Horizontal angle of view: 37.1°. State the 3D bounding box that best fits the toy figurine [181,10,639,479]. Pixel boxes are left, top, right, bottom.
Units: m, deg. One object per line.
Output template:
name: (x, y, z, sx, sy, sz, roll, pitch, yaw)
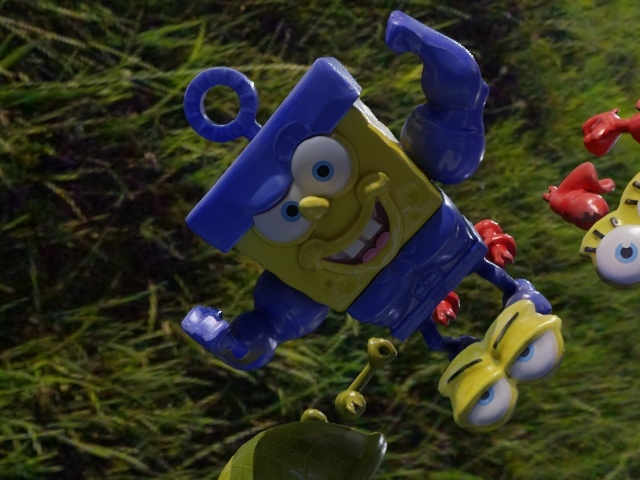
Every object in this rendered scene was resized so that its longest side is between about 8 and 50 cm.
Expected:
toy figurine: (0.000, 0.000, 0.526, 0.217, 0.362, 0.191, 39, 15, -12)
